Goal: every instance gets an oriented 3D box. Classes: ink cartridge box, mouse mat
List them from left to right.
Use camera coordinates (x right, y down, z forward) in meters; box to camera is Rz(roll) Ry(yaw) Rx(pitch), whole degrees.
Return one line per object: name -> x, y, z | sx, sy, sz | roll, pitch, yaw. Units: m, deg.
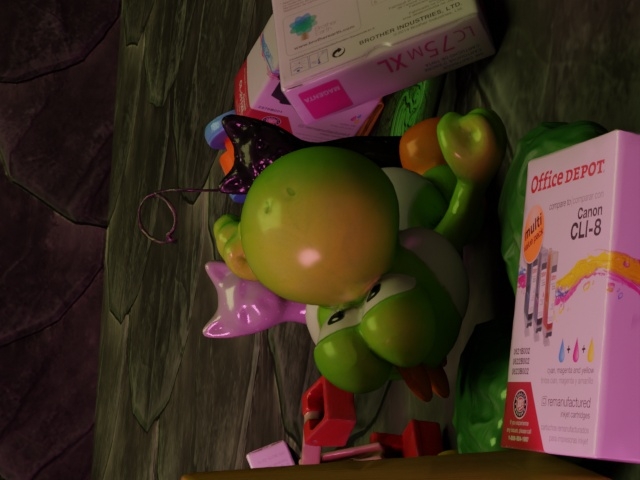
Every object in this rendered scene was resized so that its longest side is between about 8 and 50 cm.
ink cartridge box -> -0.006, 0.294, 1.376 | 0.206, 0.045, 0.208 | 78, 172, -76
ink cartridge box -> 0.000, -0.178, 1.547 | 0.175, 0.127, 0.072 | 128, 146, -52
ink cartridge box -> 0.045, -0.258, 1.399 | 0.065, 0.186, 0.311 | 56, -160, -47
mouse mat -> 0.091, -0.148, 1.486 | 0.152, 0.007, 0.189 | -122, 41, -65
ink cartridge box -> 0.188, 0.037, 0.844 | 0.128, 0.127, 0.176 | 161, 116, -74

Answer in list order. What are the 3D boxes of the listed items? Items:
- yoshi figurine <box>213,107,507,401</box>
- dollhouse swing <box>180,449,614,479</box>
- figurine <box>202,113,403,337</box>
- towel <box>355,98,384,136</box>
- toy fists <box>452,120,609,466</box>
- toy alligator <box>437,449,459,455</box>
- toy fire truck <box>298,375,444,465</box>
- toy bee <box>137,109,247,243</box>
yoshi figurine -> 0.032, -0.018, 1.114 | 0.362, 0.203, 0.203 | -73, 2, -72
dollhouse swing -> 0.060, 0.317, 0.782 | 0.305, 0.315, 0.346 | -66, -28, -84
figurine -> 0.000, 0.000, 1.361 | 0.092, 0.209, 0.214 | -174, 91, -74
towel -> 0.038, -0.213, 1.671 | 0.102, 0.021, 0.237 | 117, 154, -52
toy fists -> 0.156, 0.058, 1.010 | 0.142, 0.096, 0.279 | -82, 5, -73
toy alligator -> 0.085, 0.223, 1.249 | 0.189, 0.051, 0.056 | 119, 154, -51
toy fire truck -> 0.033, 0.192, 1.292 | 0.192, 0.135, 0.047 | 115, 157, -45
toy bee -> -0.068, -0.108, 1.789 | 0.298, 0.162, 0.195 | -9, 89, 41
